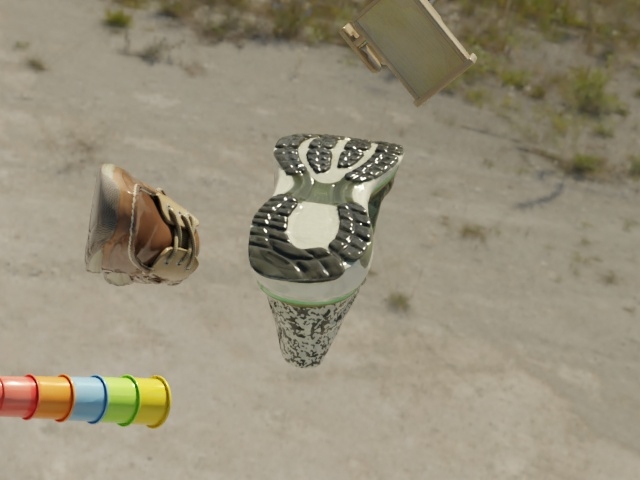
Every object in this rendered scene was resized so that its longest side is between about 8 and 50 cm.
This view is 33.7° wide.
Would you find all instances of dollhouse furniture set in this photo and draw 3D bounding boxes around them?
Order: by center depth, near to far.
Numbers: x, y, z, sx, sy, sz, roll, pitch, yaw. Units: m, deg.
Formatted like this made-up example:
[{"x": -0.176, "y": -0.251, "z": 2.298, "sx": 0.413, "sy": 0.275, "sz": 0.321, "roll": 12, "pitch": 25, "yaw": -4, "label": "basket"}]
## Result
[{"x": 0.157, "y": -0.324, "z": 1.617, "sx": 0.161, "sy": 0.212, "sz": 0.242, "roll": 50, "pitch": 24, "yaw": -7, "label": "dollhouse furniture set"}]

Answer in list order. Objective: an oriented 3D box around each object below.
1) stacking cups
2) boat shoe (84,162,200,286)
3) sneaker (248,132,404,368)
[{"x": -0.405, "y": 0.259, "z": 1.763, "sx": 0.316, "sy": 0.096, "sz": 0.096, "roll": 13, "pitch": 22, "yaw": -41, "label": "stacking cups"}, {"x": -0.189, "y": -0.010, "z": 1.174, "sx": 0.116, "sy": 0.123, "sz": 0.324, "roll": 7, "pitch": -5, "yaw": -3, "label": "boat shoe"}, {"x": 0.000, "y": 0.000, "z": 1.245, "sx": 0.158, "sy": 0.182, "sz": 0.410, "roll": 11, "pitch": 30, "yaw": 9, "label": "sneaker"}]
